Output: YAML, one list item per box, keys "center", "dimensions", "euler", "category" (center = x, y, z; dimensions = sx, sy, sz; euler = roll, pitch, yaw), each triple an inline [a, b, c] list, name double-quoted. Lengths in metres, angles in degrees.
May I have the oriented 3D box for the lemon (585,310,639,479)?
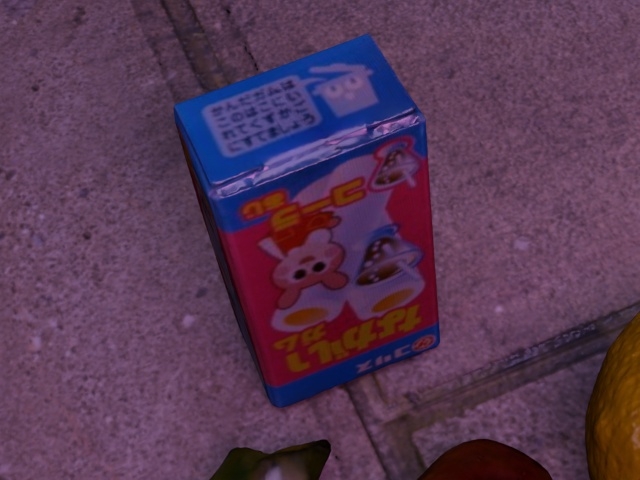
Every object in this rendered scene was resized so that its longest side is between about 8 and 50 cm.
- center: [0.294, 0.143, 0.866]
  dimensions: [0.204, 0.204, 0.260]
  euler: [2, 48, 9]
  category: "lemon"

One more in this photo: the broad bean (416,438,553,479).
- center: [0.124, 0.255, 0.857]
  dimensions: [0.156, 0.122, 0.228]
  euler: [2, 58, -22]
  category: "broad bean"

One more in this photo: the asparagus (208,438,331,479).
- center: [-0.095, 0.283, 0.893]
  dimensions: [0.085, 0.082, 0.343]
  euler: [38, 63, -12]
  category: "asparagus"

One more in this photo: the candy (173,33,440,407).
- center: [-0.001, -0.001, 0.934]
  dimensions: [0.157, 0.306, 0.100]
  euler: [-22, 53, -8]
  category: "candy"
